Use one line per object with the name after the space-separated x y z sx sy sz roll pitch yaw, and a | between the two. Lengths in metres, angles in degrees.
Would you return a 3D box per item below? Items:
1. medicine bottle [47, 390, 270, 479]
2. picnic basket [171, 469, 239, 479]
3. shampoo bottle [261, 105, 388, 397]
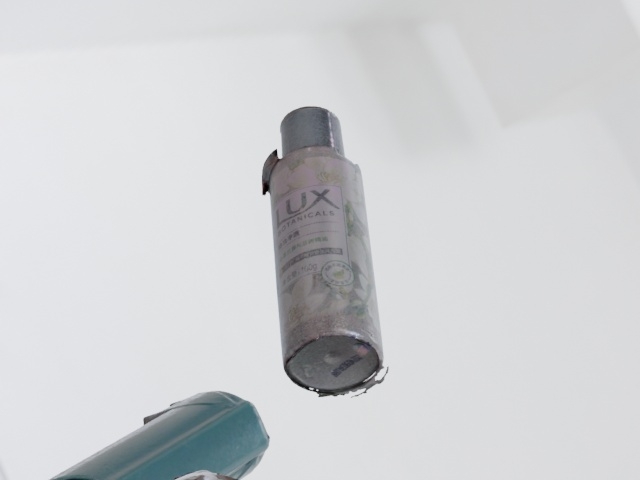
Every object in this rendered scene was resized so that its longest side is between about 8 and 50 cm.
-0.143 0.194 1.466 0.124 0.079 0.258 -19 -175 37 | medicine bottle
-0.034 0.271 1.224 0.129 0.297 0.222 -41 154 -63 | picnic basket
0.000 0.000 1.205 0.072 0.214 0.072 -3 138 -3 | shampoo bottle
